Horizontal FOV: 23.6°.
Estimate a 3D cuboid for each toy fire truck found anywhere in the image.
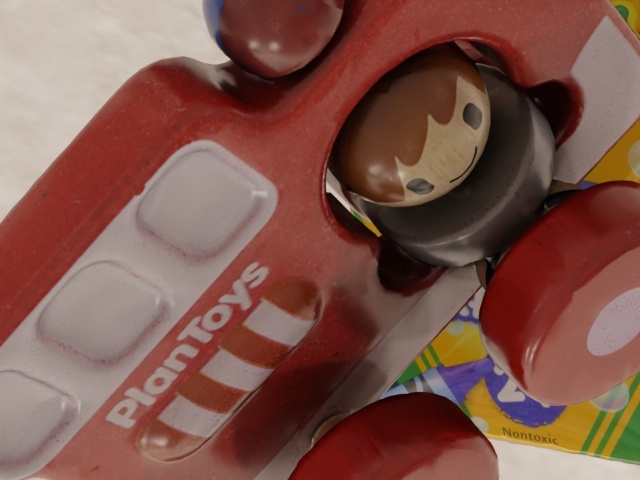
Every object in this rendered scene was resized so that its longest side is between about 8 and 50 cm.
[{"bbox_3d":[0.000,0.000,0.623,0.302,0.254,0.169,-47,53,8],"label":"toy fire truck"}]

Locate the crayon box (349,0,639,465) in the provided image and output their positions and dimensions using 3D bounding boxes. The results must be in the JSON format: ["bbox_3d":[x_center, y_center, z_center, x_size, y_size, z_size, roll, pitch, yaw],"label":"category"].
[{"bbox_3d":[0.115,-0.049,0.798,0.203,0.083,0.323,6,113,32],"label":"crayon box"}]
